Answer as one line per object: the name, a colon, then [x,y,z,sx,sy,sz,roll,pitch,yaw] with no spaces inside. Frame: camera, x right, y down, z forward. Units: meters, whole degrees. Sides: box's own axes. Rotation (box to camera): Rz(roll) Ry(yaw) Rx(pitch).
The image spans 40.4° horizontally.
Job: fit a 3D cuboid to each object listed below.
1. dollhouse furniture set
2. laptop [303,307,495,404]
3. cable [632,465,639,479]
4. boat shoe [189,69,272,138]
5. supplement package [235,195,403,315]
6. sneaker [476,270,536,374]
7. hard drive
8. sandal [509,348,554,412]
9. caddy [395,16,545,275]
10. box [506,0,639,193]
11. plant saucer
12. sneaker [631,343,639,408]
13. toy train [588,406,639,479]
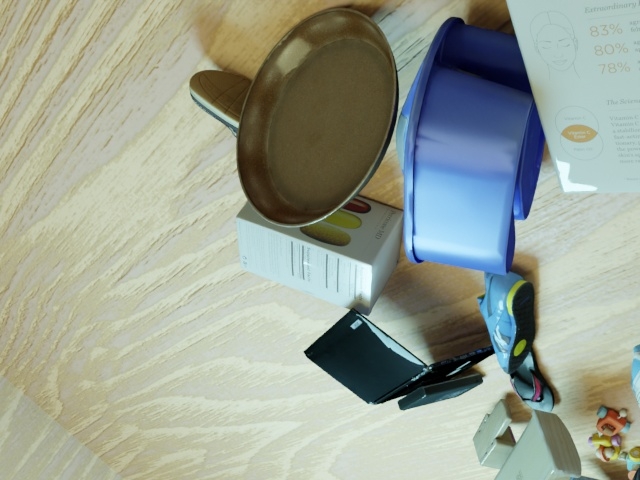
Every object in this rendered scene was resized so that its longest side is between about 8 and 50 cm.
dollhouse furniture set: [0.471,0.411,1.534,0.303,0.286,0.198,15,120,-13]
laptop: [0.144,0.192,1.532,0.234,0.264,0.136,-48,59,57]
cable: [0.552,0.369,1.399,0.047,0.184,0.150,31,149,50]
boat shoe: [-0.086,-0.169,1.375,0.285,0.103,0.092,27,137,2]
supplement package: [0.000,0.000,1.455,0.244,0.139,0.134,19,141,17]
sneaker: [0.301,0.128,1.425,0.082,0.069,0.209,29,143,39]
hard drive: [0.220,0.279,1.599,0.094,0.135,0.022,-46,58,53]
sandal: [0.358,0.245,1.520,0.067,0.040,0.179,-2,129,37]
caddy: [0.182,-0.115,1.115,0.179,0.241,0.341,13,137,17]
box: [0.341,-0.234,0.921,0.215,0.168,0.345,2,132,37]
plant saucer: [-0.001,-0.165,1.208,0.310,0.310,0.050,-9,162,43]
sneaker: [0.533,0.240,1.366,0.085,0.086,0.237,-20,136,6]
toy train: [0.532,0.363,1.508,0.166,0.046,0.125,35,143,2]
